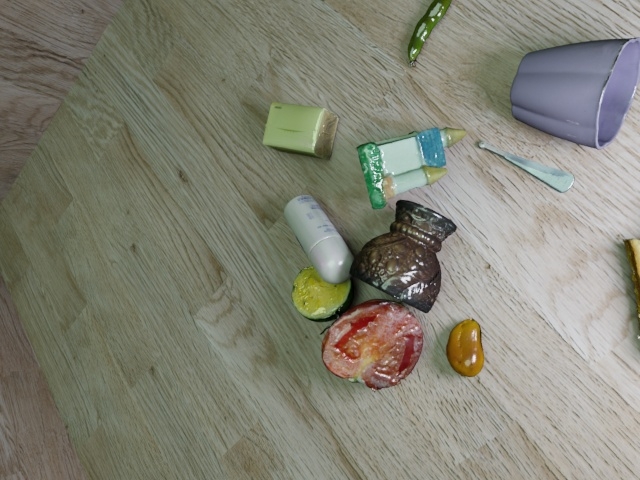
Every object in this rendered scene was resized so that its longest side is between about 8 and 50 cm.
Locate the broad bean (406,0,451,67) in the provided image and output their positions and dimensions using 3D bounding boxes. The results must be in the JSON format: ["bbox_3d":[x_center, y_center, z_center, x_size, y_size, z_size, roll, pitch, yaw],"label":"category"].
[{"bbox_3d":[0.340,-0.684,1.462,0.065,0.046,0.255,35,104,20],"label":"broad bean"}]

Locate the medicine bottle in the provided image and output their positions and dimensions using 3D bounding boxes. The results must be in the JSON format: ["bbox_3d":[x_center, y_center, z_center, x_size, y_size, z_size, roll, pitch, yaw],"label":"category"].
[{"bbox_3d":[0.000,0.000,1.496,0.130,0.130,0.341,-48,50,17],"label":"medicine bottle"}]

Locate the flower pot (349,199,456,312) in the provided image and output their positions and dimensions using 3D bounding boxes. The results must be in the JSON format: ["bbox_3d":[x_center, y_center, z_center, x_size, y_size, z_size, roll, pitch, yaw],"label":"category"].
[{"bbox_3d":[0.255,0.039,1.339,0.266,0.266,0.267,27,87,28],"label":"flower pot"}]

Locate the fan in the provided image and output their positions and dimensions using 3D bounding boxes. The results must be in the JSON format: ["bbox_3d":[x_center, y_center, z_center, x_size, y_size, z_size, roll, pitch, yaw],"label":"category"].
[{"bbox_3d":[0.581,-0.223,1.301,0.282,0.023,0.057,36,105,25],"label":"fan"}]

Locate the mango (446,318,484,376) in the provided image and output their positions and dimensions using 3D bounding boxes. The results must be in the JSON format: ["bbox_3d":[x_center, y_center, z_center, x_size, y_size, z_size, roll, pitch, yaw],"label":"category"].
[{"bbox_3d":[0.417,0.309,1.312,0.105,0.084,0.160,-2,63,29],"label":"mango"}]

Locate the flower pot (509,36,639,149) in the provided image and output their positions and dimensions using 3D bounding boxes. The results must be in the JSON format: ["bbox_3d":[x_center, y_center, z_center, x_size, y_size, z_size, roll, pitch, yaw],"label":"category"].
[{"bbox_3d":[0.638,-0.389,1.163,0.243,0.265,0.265,28,99,39],"label":"flower pot"}]

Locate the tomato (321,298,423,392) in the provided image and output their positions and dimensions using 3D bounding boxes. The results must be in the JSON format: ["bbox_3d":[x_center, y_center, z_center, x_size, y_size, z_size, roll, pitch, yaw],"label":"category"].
[{"bbox_3d":[0.152,0.298,1.414,0.308,0.170,0.309,-1,98,-4],"label":"tomato"}]

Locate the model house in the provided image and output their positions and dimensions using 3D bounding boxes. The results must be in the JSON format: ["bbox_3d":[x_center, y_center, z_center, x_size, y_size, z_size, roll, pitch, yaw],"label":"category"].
[{"bbox_3d":[0.284,-0.236,1.362,0.324,0.267,0.194,-16,99,8],"label":"model house"}]

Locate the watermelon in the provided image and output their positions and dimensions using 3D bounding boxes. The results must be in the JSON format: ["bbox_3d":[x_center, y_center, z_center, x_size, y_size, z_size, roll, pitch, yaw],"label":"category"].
[{"bbox_3d":[0.019,0.185,1.509,0.204,0.127,0.232,-42,52,-8],"label":"watermelon"}]

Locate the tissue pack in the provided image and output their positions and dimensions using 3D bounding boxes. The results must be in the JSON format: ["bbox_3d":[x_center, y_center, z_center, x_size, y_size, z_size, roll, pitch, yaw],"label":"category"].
[{"bbox_3d":[-0.074,-0.390,1.623,0.234,0.125,0.159,16,94,30],"label":"tissue pack"}]

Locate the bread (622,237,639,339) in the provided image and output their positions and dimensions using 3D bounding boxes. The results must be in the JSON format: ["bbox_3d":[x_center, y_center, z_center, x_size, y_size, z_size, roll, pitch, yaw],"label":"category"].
[{"bbox_3d":[0.838,0.088,1.081,0.185,0.109,0.381,-10,80,33],"label":"bread"}]
